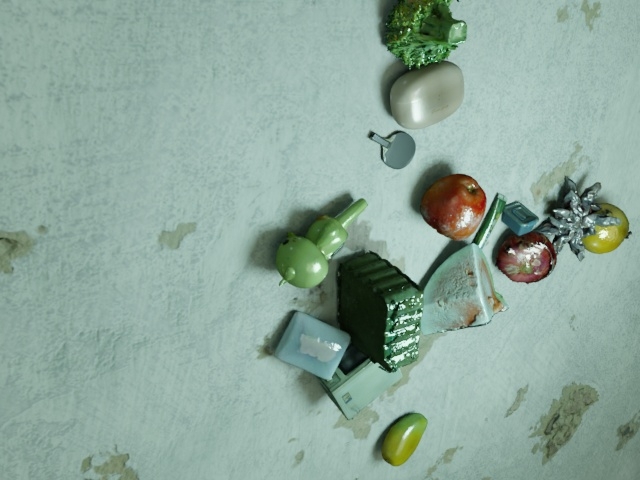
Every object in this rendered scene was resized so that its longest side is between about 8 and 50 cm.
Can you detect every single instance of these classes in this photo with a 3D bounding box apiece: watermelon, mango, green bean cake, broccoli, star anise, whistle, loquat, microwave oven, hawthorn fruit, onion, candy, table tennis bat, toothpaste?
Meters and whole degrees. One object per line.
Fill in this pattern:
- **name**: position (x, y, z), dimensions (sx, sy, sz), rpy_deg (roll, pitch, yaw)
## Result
- **watermelon**: position (0.447, 0.150, 1.747), dimensions (0.319, 0.214, 0.290), rpy_deg (-2, 113, -19)
- **mango**: position (0.277, 0.650, 1.977), dimensions (0.194, 0.092, 0.130), rpy_deg (-42, 128, -13)
- **green bean cake**: position (0.151, 0.187, 1.559), dimensions (0.132, 0.241, 0.255), rpy_deg (-20, 123, -28)
- **broccoli**: position (0.257, -0.472, 1.317), dimensions (0.194, 0.194, 0.220), rpy_deg (7, 114, -35)
- **star anise**: position (0.805, -0.063, 1.908), dimensions (0.212, 0.129, 0.283), rpy_deg (33, 106, -10)
- **whistle**: position (-0.010, -0.004, 1.453), dimensions (0.141, 0.141, 0.294), rpy_deg (49, 65, -39)
- **loquat**: position (0.931, -0.042, 2.001), dimensions (0.204, 0.149, 0.172), rpy_deg (21, 103, -21)
- **microwave oven**: position (0.102, 0.371, 1.696), dimensions (0.205, 0.129, 0.163), rpy_deg (-35, 130, -13)
- **hawthorn fruit**: position (0.359, -0.091, 1.598), dimensions (0.172, 0.173, 0.173), rpy_deg (-15, 121, -26)
- **onion**: position (0.638, 0.043, 1.875), dimensions (0.183, 0.147, 0.184), rpy_deg (3, 118, 5)
- **candy**: position (-0.020, 0.277, 1.584), dimensions (0.174, 0.071, 0.138), rpy_deg (27, 90, -18)
- **table tennis bat**: position (0.181, -0.234, 1.506), dimensions (0.158, 0.014, 0.095), rpy_deg (20, 103, -40)
- **toothpaste**: position (0.503, -0.041, 1.801), dimensions (0.049, 0.031, 0.204), rpy_deg (18, 102, -38)

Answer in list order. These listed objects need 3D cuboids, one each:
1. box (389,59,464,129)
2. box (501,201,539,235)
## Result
- **box**: position (0.258, -0.350, 1.446), dimensions (0.200, 0.088, 0.146), rpy_deg (-27, 127, -20)
- **box**: position (0.597, -0.063, 1.811), dimensions (0.074, 0.099, 0.054), rpy_deg (-17, 137, -25)
